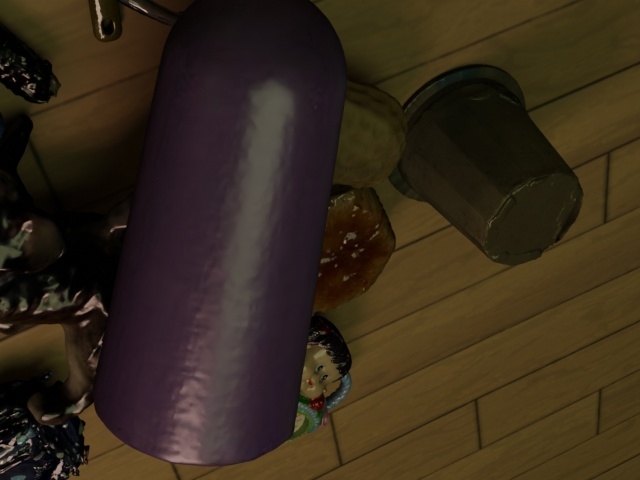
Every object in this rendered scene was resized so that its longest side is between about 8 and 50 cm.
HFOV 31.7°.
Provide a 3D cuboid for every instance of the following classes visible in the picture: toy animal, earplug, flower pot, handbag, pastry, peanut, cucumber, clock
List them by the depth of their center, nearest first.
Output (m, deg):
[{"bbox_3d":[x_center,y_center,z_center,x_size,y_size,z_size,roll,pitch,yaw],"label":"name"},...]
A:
[{"bbox_3d":[-0.087,-0.021,1.083,0.215,0.215,0.455,-3,120,-29],"label":"earplug"},{"bbox_3d":[-0.327,-0.195,1.090,0.053,0.053,0.181,-42,136,8],"label":"cucumber"},{"bbox_3d":[-0.310,0.003,1.180,0.303,0.194,0.344,-41,140,14],"label":"toy animal"},{"bbox_3d":[-0.019,-0.140,1.261,0.313,0.152,0.152,16,117,-39],"label":"peanut"},{"bbox_3d":[-0.419,0.270,1.398,0.260,0.113,0.162,-25,130,1],"label":"handbag"},{"bbox_3d":[0.220,-0.080,1.420,0.212,0.202,0.212,-20,138,-19],"label":"flower pot"},{"bbox_3d":[0.000,0.000,1.428,0.182,0.093,0.192,-33,135,-7],"label":"pastry"},{"bbox_3d":[-0.044,0.201,1.578,0.195,0.100,0.194,-29,141,-2],"label":"clock"}]

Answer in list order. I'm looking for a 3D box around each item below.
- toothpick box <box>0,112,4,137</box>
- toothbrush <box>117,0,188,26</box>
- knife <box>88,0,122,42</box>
[{"bbox_3d":[-0.451,-0.103,0.935,0.355,0.263,0.263,-14,133,-19],"label":"toothpick box"},{"bbox_3d":[-0.250,-0.263,1.060,0.413,0.042,0.035,20,122,-33],"label":"toothbrush"},{"bbox_3d":[-0.230,-0.330,1.047,0.061,0.027,0.343,-14,133,-15],"label":"knife"}]
